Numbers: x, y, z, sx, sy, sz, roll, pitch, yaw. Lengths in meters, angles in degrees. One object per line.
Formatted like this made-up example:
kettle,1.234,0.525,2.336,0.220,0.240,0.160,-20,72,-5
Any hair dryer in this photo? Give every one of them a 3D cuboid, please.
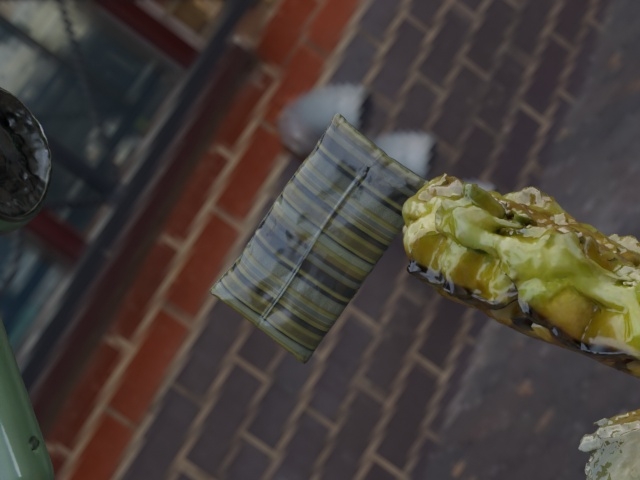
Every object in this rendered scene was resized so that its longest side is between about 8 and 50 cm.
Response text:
hair dryer,-0.101,0.034,0.549,0.071,0.150,0.047,-19,-2,34

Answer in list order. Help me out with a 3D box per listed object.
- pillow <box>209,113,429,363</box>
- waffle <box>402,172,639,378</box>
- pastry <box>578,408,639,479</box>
pillow,0.000,0.000,1.675,0.203,0.113,0.038,-55,-6,14
waffle,0.155,0.026,0.888,0.058,0.238,0.243,-70,-16,9
pastry,0.304,0.235,1.423,0.121,0.236,0.257,-49,47,15
